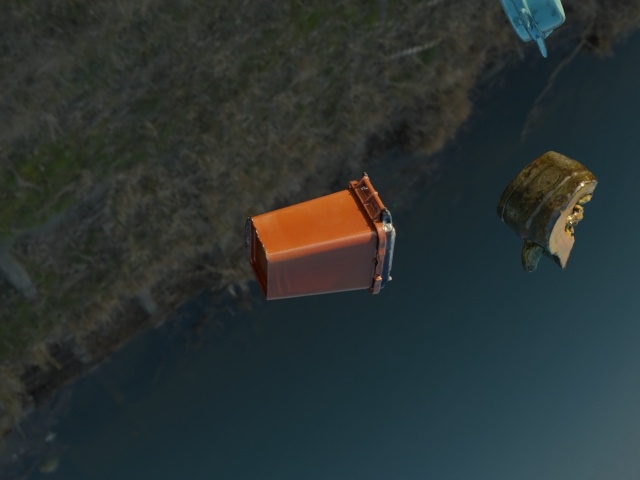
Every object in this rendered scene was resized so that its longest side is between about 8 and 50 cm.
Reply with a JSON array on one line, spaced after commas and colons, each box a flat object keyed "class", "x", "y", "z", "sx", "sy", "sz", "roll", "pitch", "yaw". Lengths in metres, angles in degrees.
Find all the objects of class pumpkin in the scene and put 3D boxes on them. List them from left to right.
[{"class": "pumpkin", "x": 0.385, "y": -0.033, "z": 1.849, "sx": 0.126, "sy": 0.131, "sz": 0.248, "roll": -33, "pitch": 144, "yaw": -31}]

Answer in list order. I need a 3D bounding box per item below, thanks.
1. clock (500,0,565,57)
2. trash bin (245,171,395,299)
[{"class": "clock", "x": 0.380, "y": -0.478, "z": 1.933, "sx": 0.094, "sy": 0.274, "sz": 0.223, "roll": -24, "pitch": 153, "yaw": 20}, {"class": "trash bin", "x": 0.000, "y": 0.000, "z": 1.793, "sx": 0.238, "sy": 0.161, "sz": 0.184, "roll": -10, "pitch": 134, "yaw": -17}]
